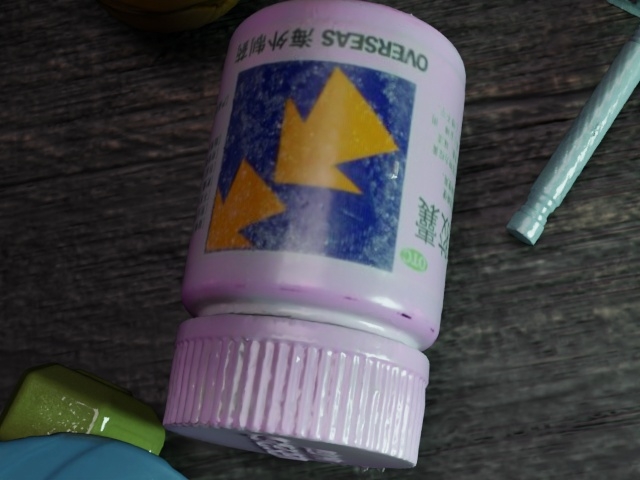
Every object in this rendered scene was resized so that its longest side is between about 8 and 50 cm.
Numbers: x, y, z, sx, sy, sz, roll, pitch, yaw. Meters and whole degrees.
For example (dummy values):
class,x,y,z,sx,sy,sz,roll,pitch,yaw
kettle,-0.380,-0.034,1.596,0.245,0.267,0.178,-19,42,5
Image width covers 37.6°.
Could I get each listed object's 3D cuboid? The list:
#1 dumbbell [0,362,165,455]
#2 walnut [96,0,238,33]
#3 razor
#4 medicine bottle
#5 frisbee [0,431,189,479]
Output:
class,x,y,z,sx,sy,sz,roll,pitch,yaw
dumbbell,-0.216,0.234,0.642,0.108,0.121,0.302,11,70,42
walnut,-0.142,-0.266,0.767,0.167,0.167,0.207,-39,78,-5
razor,0.215,-0.098,0.713,0.106,0.068,0.232,31,84,18
medicine bottle,0.000,0.000,0.648,0.178,0.178,0.291,5,71,11
frisbee,-0.167,0.263,0.569,0.289,0.049,0.290,1,87,-25
